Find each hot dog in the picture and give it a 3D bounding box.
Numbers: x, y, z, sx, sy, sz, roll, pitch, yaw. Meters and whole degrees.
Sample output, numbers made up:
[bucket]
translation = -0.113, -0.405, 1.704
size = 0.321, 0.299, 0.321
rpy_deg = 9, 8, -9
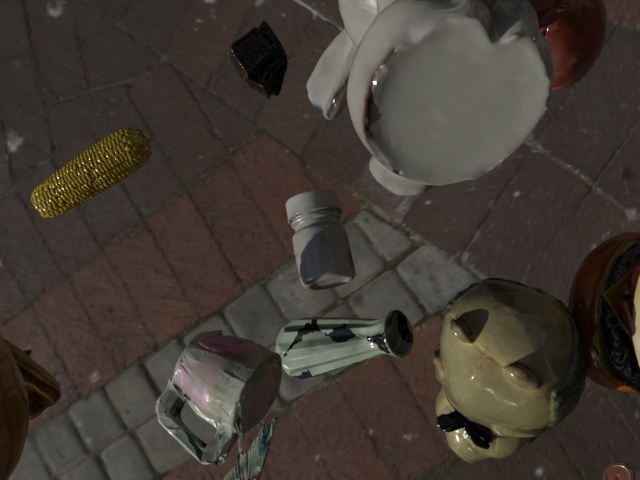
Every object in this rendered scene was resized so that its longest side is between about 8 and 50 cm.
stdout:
[hot dog]
translation = -0.507, 0.197, 1.277
size = 0.104, 0.250, 0.076
rpy_deg = -39, 44, 3

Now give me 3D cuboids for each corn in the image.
[corn]
translation = -0.340, -0.103, 1.231
size = 0.206, 0.067, 0.067
rpy_deg = -31, 85, 5

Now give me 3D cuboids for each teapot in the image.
[teapot]
translation = -0.185, 0.274, 1.498
size = 0.178, 0.163, 0.221
rpy_deg = 24, 99, 21

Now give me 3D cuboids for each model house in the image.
[model house]
translation = -0.146, -0.416, 1.940
size = 0.106, 0.152, 0.165
rpy_deg = -32, 96, 22

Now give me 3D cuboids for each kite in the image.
[kite]
translation = -0.081, 0.219, 0.820
size = 0.011, 0.156, 0.139
rpy_deg = 28, 119, -25

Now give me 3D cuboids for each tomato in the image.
[tomato]
translation = 0.346, -0.303, 1.164
size = 0.112, 0.228, 0.199
rpy_deg = 15, 107, 0

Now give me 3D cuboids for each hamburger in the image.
[hamburger]
translation = 0.536, 0.119, 1.259
size = 0.225, 0.291, 0.290
rpy_deg = -1, 97, 57

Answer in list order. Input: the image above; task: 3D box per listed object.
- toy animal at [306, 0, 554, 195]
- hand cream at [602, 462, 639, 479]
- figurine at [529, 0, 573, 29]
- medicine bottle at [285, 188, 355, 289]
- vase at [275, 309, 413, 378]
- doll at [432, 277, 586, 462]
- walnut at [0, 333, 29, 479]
[toy animal]
translation = 0.070, -0.123, 0.557
size = 0.128, 0.193, 0.178
rpy_deg = 5, 122, -14
[hand cream]
translation = 0.344, 0.287, 0.879
size = 0.043, 0.210, 0.067
rpy_deg = 28, 78, 45
[figurine]
translation = 0.160, -0.273, 0.648
size = 0.166, 0.207, 0.386
rpy_deg = 3, 127, 13
[medicine bottle]
translation = 0.000, 0.000, 1.514
size = 0.105, 0.105, 0.168
rpy_deg = -18, 74, 21
[vase]
translation = 0.054, 0.256, 2.061
size = 0.360, 0.165, 0.165
rpy_deg = -14, 91, 40
[doll]
translation = 0.280, 0.219, 1.292
size = 0.248, 0.349, 0.247
rpy_deg = -2, 60, 4
[walnut]
translation = -0.306, 0.117, 0.607
size = 0.165, 0.165, 0.197
rpy_deg = -30, 100, 20
